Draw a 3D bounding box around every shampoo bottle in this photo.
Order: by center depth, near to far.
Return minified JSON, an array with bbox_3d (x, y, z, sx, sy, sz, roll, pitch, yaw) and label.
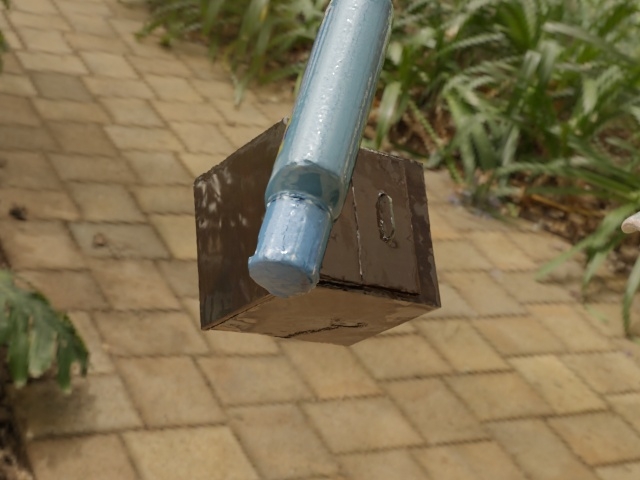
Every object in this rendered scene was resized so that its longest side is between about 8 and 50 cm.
[{"bbox_3d":[0.001,-0.077,0.839,0.061,0.104,0.258,17,59,-3],"label":"shampoo bottle"}]

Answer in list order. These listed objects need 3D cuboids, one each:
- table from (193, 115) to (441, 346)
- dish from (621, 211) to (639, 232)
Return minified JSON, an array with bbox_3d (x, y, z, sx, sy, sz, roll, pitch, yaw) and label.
[{"bbox_3d":[0.000,0.000,1.100,0.193,0.172,0.169,12,63,-38],"label":"table"},{"bbox_3d":[0.292,0.013,0.616,0.234,0.064,0.154,13,25,42],"label":"dish"}]
